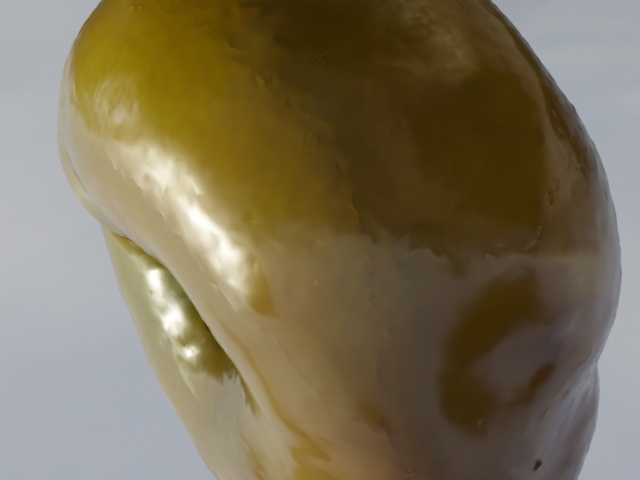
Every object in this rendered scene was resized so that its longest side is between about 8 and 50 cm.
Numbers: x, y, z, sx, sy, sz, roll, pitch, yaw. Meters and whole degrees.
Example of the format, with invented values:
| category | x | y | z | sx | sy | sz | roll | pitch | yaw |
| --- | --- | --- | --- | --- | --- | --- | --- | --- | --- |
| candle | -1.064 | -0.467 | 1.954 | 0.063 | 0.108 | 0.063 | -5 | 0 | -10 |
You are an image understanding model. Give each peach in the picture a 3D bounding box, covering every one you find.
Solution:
| category | x | y | z | sx | sy | sz | roll | pitch | yaw |
| --- | --- | --- | --- | --- | --- | --- | --- | --- | --- |
| peach | 0.000 | 0.000 | 0.507 | 0.153 | 0.251 | 0.251 | -23 | -157 | -19 |
